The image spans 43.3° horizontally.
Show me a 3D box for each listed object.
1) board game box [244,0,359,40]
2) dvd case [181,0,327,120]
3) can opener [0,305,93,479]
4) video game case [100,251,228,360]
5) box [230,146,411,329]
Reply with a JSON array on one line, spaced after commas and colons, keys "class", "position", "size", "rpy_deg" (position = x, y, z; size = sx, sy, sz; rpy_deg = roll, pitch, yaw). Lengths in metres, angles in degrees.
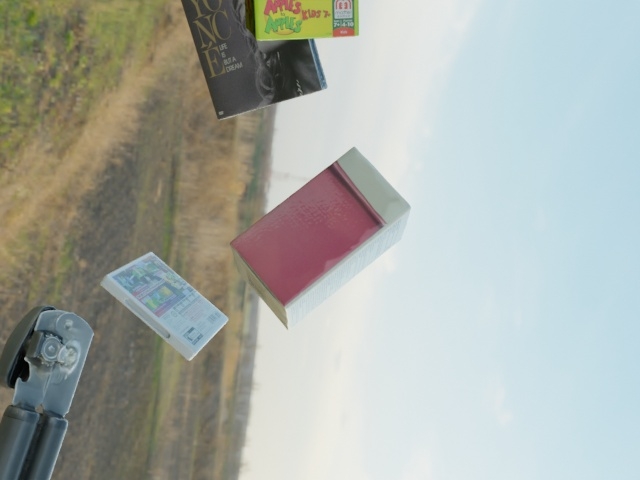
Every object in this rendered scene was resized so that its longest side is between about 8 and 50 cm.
[{"class": "board game box", "position": [-0.024, -0.223, 0.781], "size": [0.181, 0.092, 0.043], "rpy_deg": [-114, -160, -70]}, {"class": "dvd case", "position": [-0.090, -0.264, 0.937], "size": [0.018, 0.164, 0.221], "rpy_deg": [-29, 106, -52]}, {"class": "can opener", "position": [-0.339, 0.212, 0.911], "size": [0.076, 0.095, 0.284], "rpy_deg": [32, 66, -45]}, {"class": "video game case", "position": [-0.249, 0.102, 1.318], "size": [0.023, 0.183, 0.201], "rpy_deg": [-49, 180, 13]}, {"class": "box", "position": [0.000, 0.000, 1.170], "size": [0.232, 0.127, 0.149], "rpy_deg": [-39, 166, -12]}]
